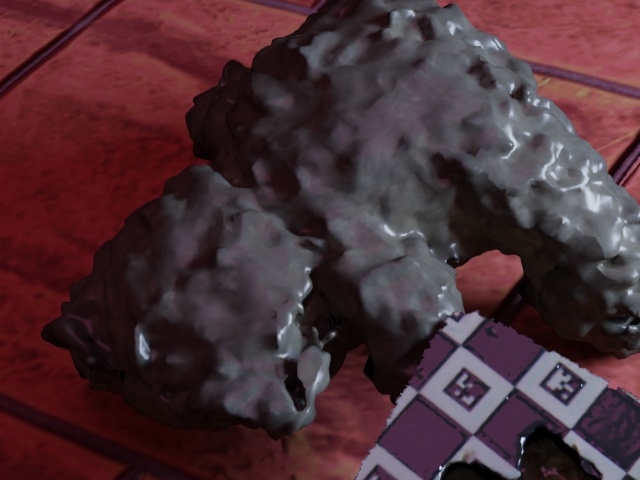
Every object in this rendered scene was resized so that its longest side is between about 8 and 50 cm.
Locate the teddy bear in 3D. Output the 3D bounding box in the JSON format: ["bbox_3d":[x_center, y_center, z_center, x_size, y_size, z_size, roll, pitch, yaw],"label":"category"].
[{"bbox_3d":[0.000,0.000,1.162,0.368,0.224,0.357,-36,45,-8],"label":"teddy bear"}]

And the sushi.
[{"bbox_3d":[0.109,0.165,0.995,0.193,0.040,0.210,29,65,12],"label":"sushi"}]
